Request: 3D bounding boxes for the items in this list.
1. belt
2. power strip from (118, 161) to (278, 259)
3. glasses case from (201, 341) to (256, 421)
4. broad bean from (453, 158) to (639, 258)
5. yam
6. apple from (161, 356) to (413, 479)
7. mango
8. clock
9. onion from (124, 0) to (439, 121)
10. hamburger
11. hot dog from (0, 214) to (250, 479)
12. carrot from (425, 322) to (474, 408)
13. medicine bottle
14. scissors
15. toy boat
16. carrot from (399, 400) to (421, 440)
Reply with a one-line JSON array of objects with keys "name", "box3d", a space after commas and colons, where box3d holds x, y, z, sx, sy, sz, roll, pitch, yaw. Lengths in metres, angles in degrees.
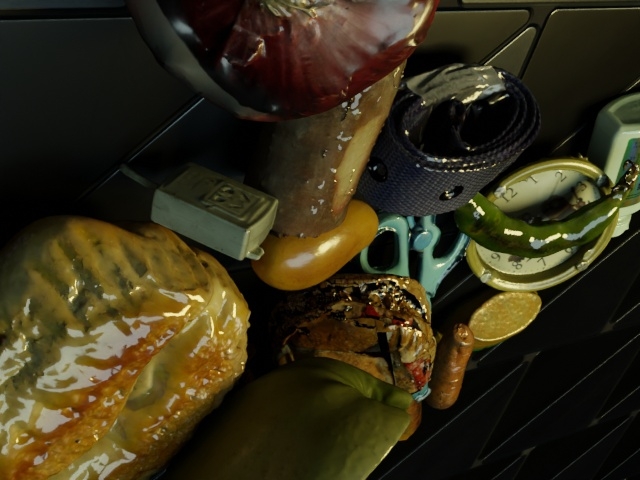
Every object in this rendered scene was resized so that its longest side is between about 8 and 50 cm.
[{"name": "belt", "box3d": [0.139, -0.112, 1.075, 0.230, 0.140, 0.126, -26, 163, -34]}, {"name": "power strip", "box3d": [-0.126, -0.040, 0.947, 0.075, 0.175, 0.042, -52, 162, -53]}, {"name": "glasses case", "box3d": [-0.153, 0.217, 1.256, 0.193, 0.070, 0.102, -46, 143, 12]}, {"name": "broad bean", "box3d": [0.291, -0.034, 1.272, 0.292, 0.049, 0.144, -7, 130, -17]}, {"name": "yam", "box3d": [0.001, -0.125, 0.972, 0.128, 0.129, 0.238, -20, 140, -46]}, {"name": "apple", "box3d": [-0.033, 0.301, 1.129, 0.311, 0.320, 0.360, 30, 103, -39]}, {"name": "mango", "box3d": [0.000, 0.000, 1.139, 0.184, 0.085, 0.102, -20, 134, -28]}, {"name": "clock", "box3d": [0.312, -0.029, 1.355, 0.237, 0.057, 0.237, -7, 128, -9]}, {"name": "onion", "box3d": [-0.027, -0.239, 0.793, 0.272, 0.195, 0.272, 8, 124, 12]}, {"name": "hamburger", "box3d": [0.043, 0.130, 1.248, 0.231, 0.107, 0.231, 1, 143, 0]}, {"name": "hot dog", "box3d": [-0.254, 0.138, 1.001, 0.365, 0.196, 0.367, -46, 149, 11]}, {"name": "carrot", "box3d": [0.195, 0.193, 1.447, 0.060, 0.060, 0.186, -18, 139, -24]}, {"name": "medicine bottle", "box3d": [0.444, -0.105, 1.385, 0.121, 0.083, 0.229, -20, 140, -19]}, {"name": "scissors", "box3d": [0.135, 0.086, 1.333, 0.180, 0.032, 0.393, -18, 129, -16]}, {"name": "toy boat", "box3d": [0.263, 0.124, 1.497, 0.229, 0.089, 0.088, -22, 179, -20]}, {"name": "carrot", "box3d": [0.136, 0.214, 1.491, 0.066, 0.066, 0.314, -21, 138, -20]}]
